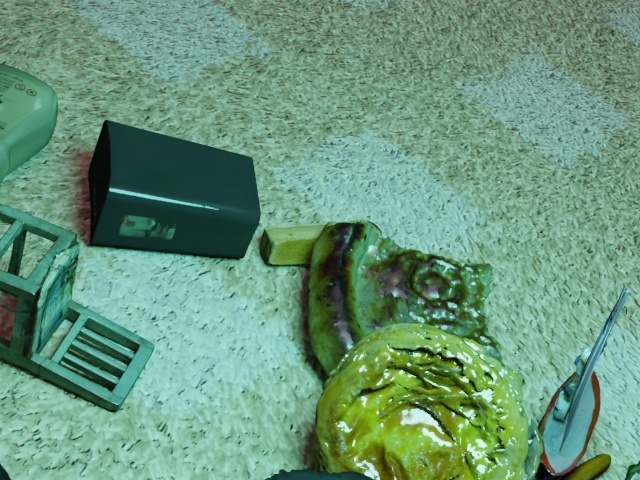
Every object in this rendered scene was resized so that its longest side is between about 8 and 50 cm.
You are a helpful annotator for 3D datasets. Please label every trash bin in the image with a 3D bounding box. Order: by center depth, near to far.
[{"bbox_3d":[-0.213,-0.065,2.114,0.225,0.115,0.165,10,40,-20],"label":"trash bin"}]

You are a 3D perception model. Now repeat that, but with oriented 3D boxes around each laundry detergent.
[{"bbox_3d":[-0.495,-0.156,2.094,0.181,0.091,0.253,24,40,5],"label":"laundry detergent"}]

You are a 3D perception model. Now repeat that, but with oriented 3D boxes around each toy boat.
[{"bbox_3d":[0.346,0.208,1.928,0.072,0.318,0.219,24,63,8],"label":"toy boat"}]

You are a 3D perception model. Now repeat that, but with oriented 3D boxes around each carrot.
[{"bbox_3d":[0.346,0.327,1.983,0.037,0.037,0.190,40,41,20],"label":"carrot"}]

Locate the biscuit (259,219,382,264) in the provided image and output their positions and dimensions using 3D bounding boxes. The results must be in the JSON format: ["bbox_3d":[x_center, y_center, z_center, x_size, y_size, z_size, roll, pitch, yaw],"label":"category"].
[{"bbox_3d":[0.000,0.000,2.178,0.188,0.052,0.056,-4,35,-29],"label":"biscuit"}]

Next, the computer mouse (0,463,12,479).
[{"bbox_3d":[-0.355,0.344,1.556,0.088,0.147,0.264,14,42,-4],"label":"computer mouse"}]

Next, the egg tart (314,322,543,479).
[{"bbox_3d":[0.136,0.250,1.861,0.297,0.132,0.297,-1,77,6],"label":"egg tart"}]

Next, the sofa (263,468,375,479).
[{"bbox_3d":[-0.019,0.389,1.640,0.258,0.200,0.182,-9,38,-31],"label":"sofa"}]

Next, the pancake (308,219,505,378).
[{"bbox_3d":[0.134,0.143,2.034,0.304,0.067,0.427,3,52,-16],"label":"pancake"}]

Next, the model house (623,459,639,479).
[{"bbox_3d":[0.558,0.366,1.761,0.395,0.400,0.445,38,43,14],"label":"model house"}]

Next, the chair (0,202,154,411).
[{"bbox_3d":[-0.342,0.079,1.861,0.270,0.147,0.136,23,39,4],"label":"chair"}]
